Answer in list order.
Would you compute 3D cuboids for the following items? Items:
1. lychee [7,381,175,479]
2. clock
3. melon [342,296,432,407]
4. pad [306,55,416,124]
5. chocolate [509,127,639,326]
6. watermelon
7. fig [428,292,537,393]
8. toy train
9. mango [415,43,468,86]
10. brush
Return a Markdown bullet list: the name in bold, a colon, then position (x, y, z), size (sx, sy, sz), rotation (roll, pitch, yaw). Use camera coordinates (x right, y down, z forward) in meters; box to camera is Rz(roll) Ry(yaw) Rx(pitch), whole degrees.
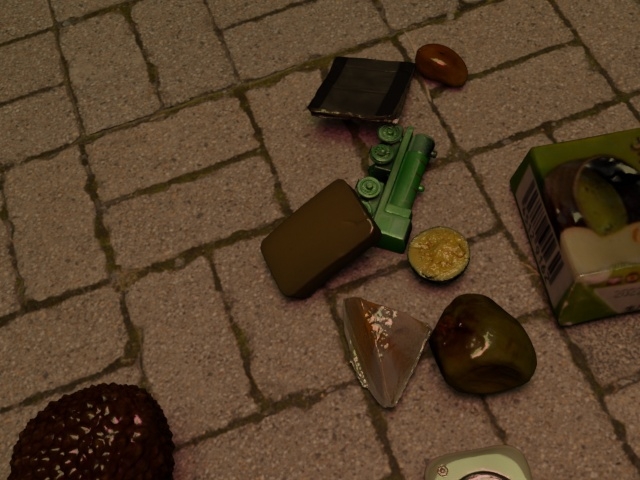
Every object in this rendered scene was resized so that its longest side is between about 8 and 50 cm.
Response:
- **lychee**: position (-0.318, 0.314, 1.147), size (0.236, 0.271, 0.236), rotation (26, 35, -20)
- **clock**: position (0.234, 0.394, 1.142), size (0.151, 0.062, 0.191), rotation (-9, 60, 0)
- **melon**: position (0.114, 0.158, 1.278), size (0.139, 0.093, 0.202), rotation (-14, 64, -11)
- **pad**: position (0.083, -0.293, 1.540), size (0.174, 0.022, 0.233), rotation (7, 40, 12)
- **chocolate**: position (0.493, -0.037, 1.321), size (0.288, 0.137, 0.301), rotation (-10, 60, 0)
- **watermelon**: position (0.201, 0.031, 1.356), size (0.105, 0.062, 0.105), rotation (-7, 57, 11)
- **fig**: position (0.251, 0.168, 1.236), size (0.165, 0.144, 0.154), rotation (25, 29, 10)
- **toy train**: position (0.128, -0.099, 1.433), size (0.119, 0.085, 0.251), rotation (18, 65, 9)
- **mango**: position (0.237, -0.341, 1.570), size (0.114, 0.060, 0.080), rotation (38, 52, 22)
- **brush**: position (0.000, 0.000, 1.355), size (0.197, 0.059, 0.123), rotation (-38, 62, 17)
